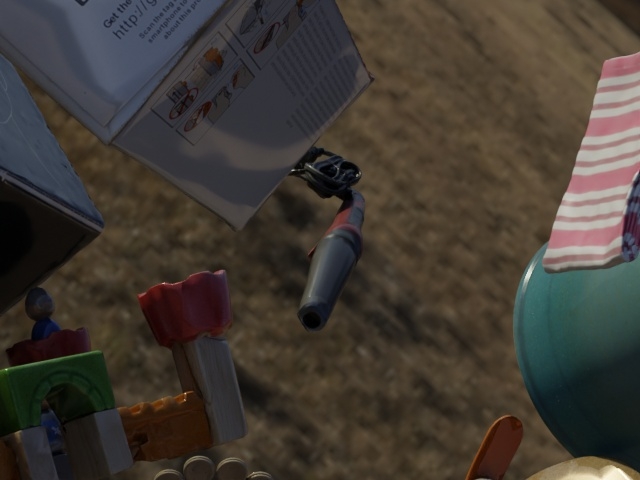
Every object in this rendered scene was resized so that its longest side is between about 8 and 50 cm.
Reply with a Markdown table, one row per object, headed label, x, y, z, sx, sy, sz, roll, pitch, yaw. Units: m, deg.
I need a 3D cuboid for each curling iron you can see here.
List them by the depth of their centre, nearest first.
| label | x | y | z | sx | sy | sz | roll | pitch | yaw |
| --- | --- | --- | --- | --- | --- | --- | --- | --- | --- |
| curling iron | 0.000 | 0.000 | 1.079 | 0.068 | 0.035 | 0.274 | 28 | 23 | -9 |

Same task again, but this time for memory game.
| label | x | y | z | sx | sy | sz | roll | pitch | yaw |
| --- | --- | --- | --- | --- | --- | --- | --- | --- | --- |
| memory game | -0.129 | 0.329 | 1.882 | 0.186 | 0.186 | 0.012 | 36 | 19 | -21 |

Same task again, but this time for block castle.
| label | x | y | z | sx | sy | sz | roll | pitch | yaw |
| --- | --- | --- | --- | --- | --- | --- | --- | --- | --- |
| block castle | -0.312 | 0.134 | 1.404 | 0.453 | 0.303 | 0.213 | -9 | 80 | -48 |

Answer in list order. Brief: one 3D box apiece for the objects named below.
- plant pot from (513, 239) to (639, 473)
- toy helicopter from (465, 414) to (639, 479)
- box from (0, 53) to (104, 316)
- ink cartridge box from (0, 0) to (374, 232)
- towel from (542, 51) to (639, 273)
| label | x | y | z | sx | sy | sz | roll | pitch | yaw |
| --- | --- | --- | --- | --- | --- | --- | --- | --- | --- |
| plant pot | 0.357 | 0.066 | 1.455 | 0.271 | 0.255 | 0.272 | 11 | 65 | -24 |
| toy helicopter | 0.134 | 0.302 | 1.418 | 0.140 | 0.355 | 0.235 | 59 | 0 | -37 |
| box | -0.532 | -0.164 | 1.580 | 0.472 | 0.297 | 0.480 | 58 | 12 | 29 |
| ink cartridge box | -0.126 | -0.154 | 0.828 | 0.272 | 0.130 | 0.309 | 41 | 0 | 9 |
| towel | 0.237 | -0.068 | 1.295 | 0.029 | 0.197 | 0.144 | 22 | -12 | -13 |
